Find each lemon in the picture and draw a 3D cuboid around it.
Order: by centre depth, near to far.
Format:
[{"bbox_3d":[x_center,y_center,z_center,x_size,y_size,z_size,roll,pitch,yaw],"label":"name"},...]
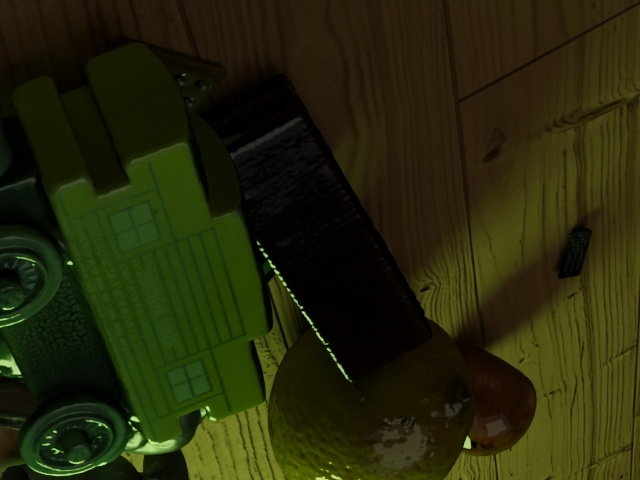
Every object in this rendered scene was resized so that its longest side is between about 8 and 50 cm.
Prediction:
[{"bbox_3d":[0.051,0.196,1.906,0.228,0.228,0.253,6,132,-47],"label":"lemon"}]

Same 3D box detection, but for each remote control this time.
[{"bbox_3d":[0.318,0.015,2.114,0.034,0.016,0.091,-7,142,-12],"label":"remote control"}]

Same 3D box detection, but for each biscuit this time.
[{"bbox_3d":[-0.194,-0.081,1.508,0.139,0.016,0.231,10,128,-50],"label":"biscuit"},{"bbox_3d":[0.000,0.000,1.659,0.107,0.073,0.388,-28,136,4],"label":"biscuit"}]

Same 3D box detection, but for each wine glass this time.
[{"bbox_3d":[-0.251,0.273,1.862,0.202,0.093,0.093,-2,136,-41],"label":"wine glass"}]

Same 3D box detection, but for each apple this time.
[{"bbox_3d":[0.202,0.209,2.147,0.146,0.146,0.146,-24,147,-17],"label":"apple"}]

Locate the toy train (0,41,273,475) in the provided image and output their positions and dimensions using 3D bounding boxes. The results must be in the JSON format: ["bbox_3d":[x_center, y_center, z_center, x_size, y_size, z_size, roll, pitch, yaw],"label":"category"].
[{"bbox_3d":[-0.185,0.028,1.460,0.272,0.179,0.442,-21,140,-8],"label":"toy train"}]

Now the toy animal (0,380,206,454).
[{"bbox_3d":[-0.231,0.185,1.745,0.236,0.108,0.138,-16,145,-26],"label":"toy animal"}]

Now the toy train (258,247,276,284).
[{"bbox_3d":[-0.065,0.021,1.738,0.042,0.044,0.209,14,125,-50],"label":"toy train"}]
